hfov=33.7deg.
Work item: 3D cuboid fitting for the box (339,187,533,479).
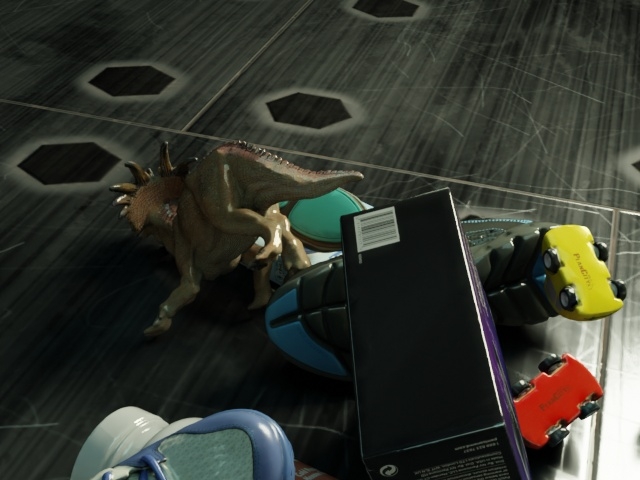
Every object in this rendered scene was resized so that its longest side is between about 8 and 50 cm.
[{"bbox_3d":[0.093,0.113,0.815,0.103,0.184,0.261,-14,38,8],"label":"box"}]

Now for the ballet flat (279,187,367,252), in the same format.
[{"bbox_3d":[-0.019,-0.027,1.107,0.213,0.068,0.072,24,68,39],"label":"ballet flat"}]

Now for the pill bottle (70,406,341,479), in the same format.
[{"bbox_3d":[-0.068,0.200,0.758,0.216,0.121,0.121,20,35,24],"label":"pill bottle"}]

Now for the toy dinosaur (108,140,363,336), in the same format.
[{"bbox_3d":[-0.104,-0.035,1.048,0.127,0.296,0.200,1,62,-47],"label":"toy dinosaur"}]

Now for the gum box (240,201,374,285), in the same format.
[{"bbox_3d":[0.000,0.000,1.175,0.184,0.041,0.157,26,38,34],"label":"gum box"}]

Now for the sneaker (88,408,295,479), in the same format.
[{"bbox_3d":[-0.147,0.199,0.638,0.296,0.131,0.112,-36,58,-6],"label":"sneaker"}]

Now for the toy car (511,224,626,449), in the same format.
[{"bbox_3d":[0.285,0.117,0.972,0.225,0.053,0.239,20,58,2],"label":"toy car"}]

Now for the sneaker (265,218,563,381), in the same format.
[{"bbox_3d":[0.095,0.054,1.056,0.341,0.125,0.140,-9,12,-24],"label":"sneaker"}]
